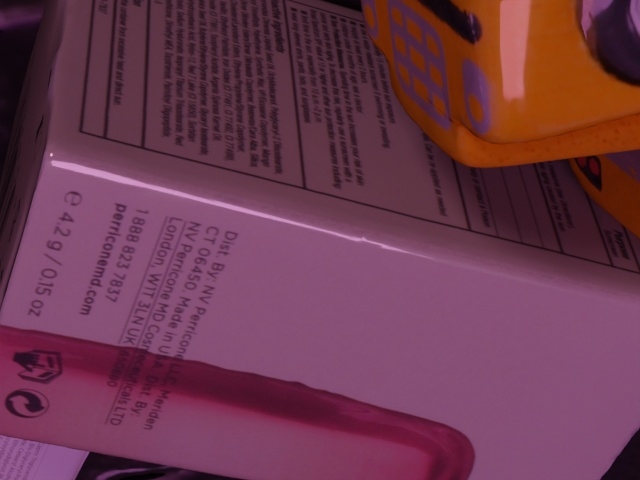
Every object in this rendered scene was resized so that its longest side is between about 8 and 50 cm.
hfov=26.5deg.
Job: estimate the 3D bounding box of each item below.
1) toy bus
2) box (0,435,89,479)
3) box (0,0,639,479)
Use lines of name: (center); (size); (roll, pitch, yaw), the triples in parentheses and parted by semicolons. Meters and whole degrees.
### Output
toy bus: (0.184, -0.083, 0.434); (0.332, 0.108, 0.130); (-17, 122, -13)
box: (-0.138, 0.051, 0.561); (0.087, 0.101, 0.102); (18, 124, -20)
box: (0.000, 0.000, 0.506); (0.232, 0.149, 0.127); (14, 126, -16)
